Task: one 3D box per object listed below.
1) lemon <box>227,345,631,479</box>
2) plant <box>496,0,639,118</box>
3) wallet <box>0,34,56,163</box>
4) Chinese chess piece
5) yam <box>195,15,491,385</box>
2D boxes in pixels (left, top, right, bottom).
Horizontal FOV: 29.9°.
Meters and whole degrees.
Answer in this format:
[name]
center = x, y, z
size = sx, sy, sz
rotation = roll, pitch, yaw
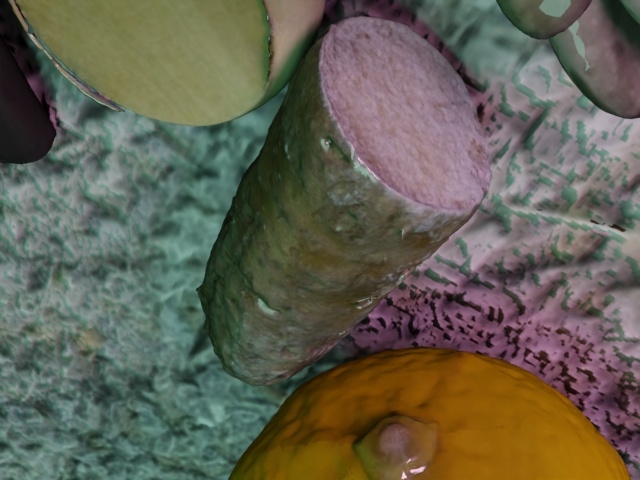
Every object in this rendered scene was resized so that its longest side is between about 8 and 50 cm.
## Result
[lemon]
center = 0.077, 0.237, 0.843
size = 0.336, 0.336, 0.336
rotation = 15, 139, 13
[plant]
center = 0.084, -0.169, 0.524
size = 0.275, 0.149, 0.146
rotation = 30, 141, -9
[wallet]
center = -0.308, -0.182, 0.744
size = 0.197, 0.051, 0.377
rotation = 12, 150, 16
[Chinese chess piece]
center = -0.088, -0.154, 0.686
size = 0.188, 0.083, 0.188
rotation = 18, 141, 15
[yam]
center = 0.000, 0.000, 0.766
size = 0.133, 0.133, 0.330
rotation = 29, 143, -4
